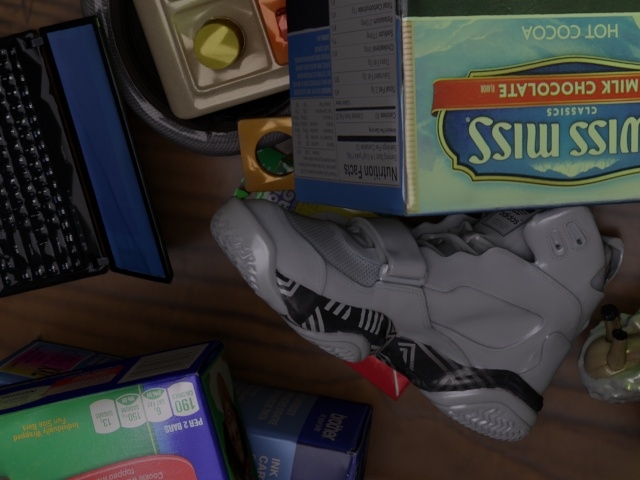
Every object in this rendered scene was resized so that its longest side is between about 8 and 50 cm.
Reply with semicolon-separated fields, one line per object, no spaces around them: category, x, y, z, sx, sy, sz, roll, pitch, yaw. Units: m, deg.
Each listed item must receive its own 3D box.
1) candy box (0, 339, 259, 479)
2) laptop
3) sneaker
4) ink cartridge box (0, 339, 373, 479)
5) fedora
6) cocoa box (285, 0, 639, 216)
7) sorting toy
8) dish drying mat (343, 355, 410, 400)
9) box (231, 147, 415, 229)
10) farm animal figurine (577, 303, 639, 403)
candy box;-0.173;0.269;1.255;0.268;0.122;0.317;-13;99;10
laptop;-0.266;-0.059;1.345;0.264;0.136;0.234;-13;101;11
sneaker;0.092;0.009;1.263;0.366;0.137;0.210;32;98;-32
ink cartridge box;-0.110;0.262;1.384;0.395;0.151;0.270;10;102;5
fedora;-0.073;-0.214;1.295;0.244;0.124;0.275;-1;107;11
cocoa box;0.170;-0.140;1.117;0.347;0.231;0.228;-4;95;-19
sorting toy;-0.058;-0.198;1.205;0.196;0.047;0.347;-15;105;14
dish drying mat;0.045;0.109;1.399;0.083;0.008;0.032;37;105;0
box;0.000;0.000;1.368;0.179;0.043;0.105;30;103;4
farm animal figurine;0.406;0.166;1.236;0.327;0.330;0.172;-19;140;2
